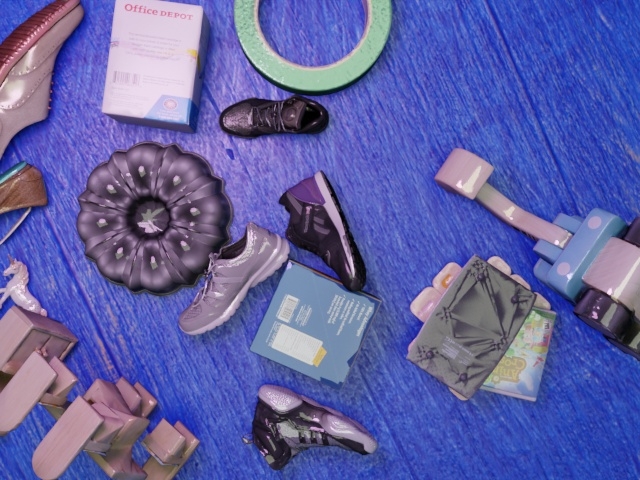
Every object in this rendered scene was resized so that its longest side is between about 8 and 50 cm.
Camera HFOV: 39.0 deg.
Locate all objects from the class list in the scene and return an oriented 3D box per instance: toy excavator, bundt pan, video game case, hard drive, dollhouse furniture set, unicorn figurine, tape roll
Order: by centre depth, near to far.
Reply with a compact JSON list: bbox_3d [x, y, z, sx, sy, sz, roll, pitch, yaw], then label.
[{"bbox_3d":[-0.507,0.350,1.723,0.394,0.362,0.256,37,88,26],"label":"dollhouse furniture set"},{"bbox_3d":[0.479,0.009,1.817,0.433,0.445,0.222,34,88,-43],"label":"toy excavator"},{"bbox_3d":[-0.343,-0.044,1.828,0.331,0.124,0.330,0,91,-2],"label":"bundt pan"},{"bbox_3d":[0.305,0.174,1.837,0.172,0.054,0.254,33,90,-1],"label":"hard drive"},{"bbox_3d":[-0.016,-0.461,1.854,0.322,0.077,0.321,0,91,-1],"label":"tape roll"},{"bbox_3d":[-0.625,0.115,1.859,0.111,0.060,0.162,-40,108,-1],"label":"unicorn figurine"},{"bbox_3d":[0.366,0.218,1.877,0.213,0.023,0.193,13,90,-2],"label":"video game case"}]

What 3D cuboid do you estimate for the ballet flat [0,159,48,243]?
[{"bbox_3d":[-0.707,-0.033,1.837,0.342,0.116,0.124,-30,111,-5],"label":"ballet flat"}]

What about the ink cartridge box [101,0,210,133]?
[{"bbox_3d":[-0.323,-0.347,1.800,0.171,0.168,0.232,8,91,-2],"label":"ink cartridge box"}]

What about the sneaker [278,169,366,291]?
[{"bbox_3d":[0.000,0.000,1.813,0.124,0.107,0.283,-25,55,6],"label":"sneaker"}]

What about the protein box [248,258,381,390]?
[{"bbox_3d":[-0.012,0.167,1.832,0.201,0.136,0.199,24,90,-2],"label":"protein box"}]

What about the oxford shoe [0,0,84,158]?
[{"bbox_3d":[-0.598,-0.326,1.834,0.397,0.140,0.146,-51,123,-5],"label":"oxford shoe"}]

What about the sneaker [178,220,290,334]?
[{"bbox_3d":[-0.196,0.070,1.818,0.281,0.105,0.115,-46,117,7],"label":"sneaker"}]

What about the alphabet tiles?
[{"bbox_3d":[0.333,0.184,1.899,0.284,0.021,0.278,42,89,-2],"label":"alphabet tiles"}]

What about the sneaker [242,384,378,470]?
[{"bbox_3d":[-0.026,0.412,1.856,0.269,0.101,0.153,24,91,4],"label":"sneaker"}]

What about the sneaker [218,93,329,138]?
[{"bbox_3d":[-0.096,-0.254,1.829,0.228,0.130,0.087,1,89,0],"label":"sneaker"}]
